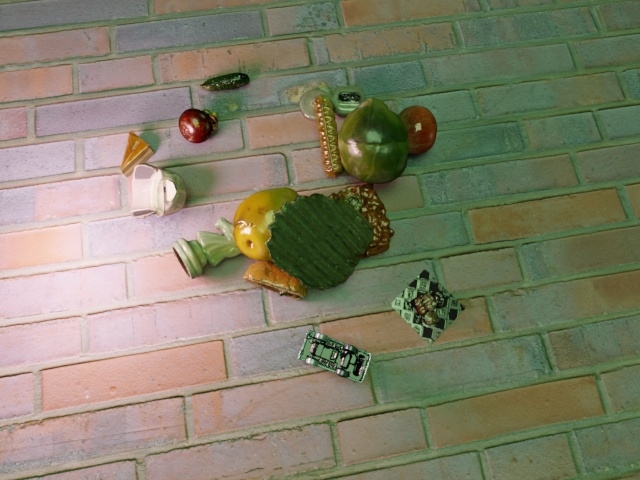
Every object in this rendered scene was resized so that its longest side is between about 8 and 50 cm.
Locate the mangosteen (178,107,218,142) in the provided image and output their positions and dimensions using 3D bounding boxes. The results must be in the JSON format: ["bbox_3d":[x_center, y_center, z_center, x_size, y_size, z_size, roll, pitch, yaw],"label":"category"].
[{"bbox_3d":[-0.522,-0.496,1.965,0.155,0.181,0.146,33,119,23],"label":"mangosteen"}]

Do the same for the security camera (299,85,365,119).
[{"bbox_3d":[0.053,-0.627,2.045,0.301,0.080,0.157,-1,76,0],"label":"security camera"}]

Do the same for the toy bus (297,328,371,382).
[{"bbox_3d":[0.056,0.442,1.725,0.255,0.147,0.129,20,76,8],"label":"toy bus"}]

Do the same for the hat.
[{"bbox_3d":[-0.676,-0.189,1.865,0.274,0.161,0.232,-5,76,21],"label":"hat"}]

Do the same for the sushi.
[{"bbox_3d":[0.442,0.266,1.840,0.219,0.047,0.231,-43,81,-12],"label":"sushi"}]

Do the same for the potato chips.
[{"bbox_3d":[0.000,0.000,1.697,0.429,0.070,0.359,40,85,-29],"label":"potato chips"}]

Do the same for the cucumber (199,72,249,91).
[{"bbox_3d":[-0.434,-0.717,2.052,0.227,0.069,0.069,-11,76,-1],"label":"cucumber"}]

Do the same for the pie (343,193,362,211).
[{"bbox_3d":[0.130,-0.150,1.839,0.084,0.020,0.085,1,72,-2],"label":"pie"}]

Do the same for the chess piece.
[{"bbox_3d":[-0.430,0.018,1.827,0.298,0.176,0.176,-28,78,-22],"label":"chess piece"}]

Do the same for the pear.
[{"bbox_3d":[-0.190,-0.066,1.794,0.284,0.336,0.285,6,107,19],"label":"pear"}]

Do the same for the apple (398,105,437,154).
[{"bbox_3d":[0.411,-0.477,1.961,0.164,0.209,0.210,-14,76,-17],"label":"apple"}]

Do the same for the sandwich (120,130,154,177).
[{"bbox_3d":[-0.815,-0.369,1.936,0.113,0.079,0.163,40,79,10],"label":"sandwich"}]

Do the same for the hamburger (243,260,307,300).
[{"bbox_3d":[-0.169,0.150,1.804,0.261,0.124,0.131,20,75,2],"label":"hamburger"}]

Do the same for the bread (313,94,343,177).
[{"bbox_3d":[0.035,-0.455,1.971,0.084,0.077,0.368,-8,85,-11],"label":"bread"}]

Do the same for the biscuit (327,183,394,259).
[{"bbox_3d":[0.132,-0.065,1.882,0.311,0.110,0.318,-21,77,-9],"label":"biscuit"}]

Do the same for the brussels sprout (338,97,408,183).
[{"bbox_3d":[0.218,-0.415,1.882,0.288,0.281,0.355,0,64,5],"label":"brussels sprout"}]
